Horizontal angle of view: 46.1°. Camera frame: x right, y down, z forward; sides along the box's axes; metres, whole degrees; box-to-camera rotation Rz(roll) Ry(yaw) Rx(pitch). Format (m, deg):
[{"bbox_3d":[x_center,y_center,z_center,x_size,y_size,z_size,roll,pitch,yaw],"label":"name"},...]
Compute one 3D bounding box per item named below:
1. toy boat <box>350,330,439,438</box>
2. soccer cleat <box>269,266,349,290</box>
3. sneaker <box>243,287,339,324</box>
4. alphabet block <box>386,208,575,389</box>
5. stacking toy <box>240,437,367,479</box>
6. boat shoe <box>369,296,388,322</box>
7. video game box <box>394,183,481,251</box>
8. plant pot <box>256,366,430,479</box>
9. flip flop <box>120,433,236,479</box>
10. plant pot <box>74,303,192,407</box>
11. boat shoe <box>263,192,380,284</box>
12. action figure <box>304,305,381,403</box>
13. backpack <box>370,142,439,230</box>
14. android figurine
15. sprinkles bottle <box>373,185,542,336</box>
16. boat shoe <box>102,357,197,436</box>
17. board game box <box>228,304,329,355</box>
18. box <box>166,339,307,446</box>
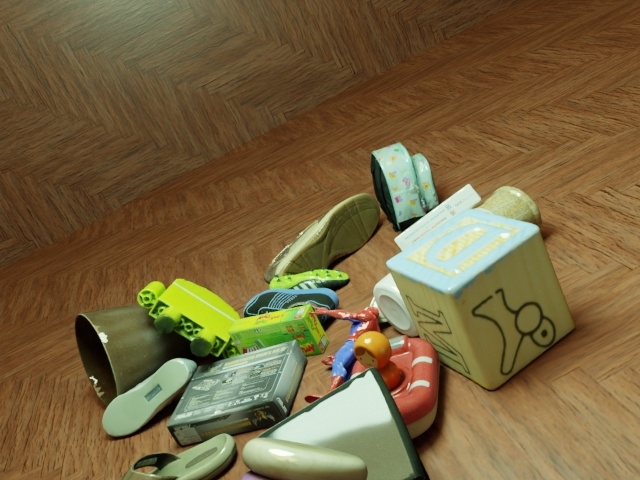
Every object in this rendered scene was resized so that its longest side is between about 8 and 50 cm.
[{"bbox_3d":[0.098,0.210,1.179,0.151,0.151,0.231,-19,23,19],"label":"toy boat"},{"bbox_3d":[-0.025,0.105,1.682,0.179,0.072,0.060,-6,23,-7],"label":"soccer cleat"},{"bbox_3d":[-0.077,0.153,1.596,0.232,0.081,0.090,-12,19,29],"label":"sneaker"},{"bbox_3d":[0.257,0.088,1.217,0.192,0.197,0.193,-32,23,-14],"label":"alphabet block"},{"bbox_3d":[-0.046,0.388,0.803,0.141,0.141,0.330,-1,73,47],"label":"stacking toy"},{"bbox_3d":[0.173,0.099,1.498,0.206,0.075,0.065,-43,-17,-23],"label":"boat shoe"},{"bbox_3d":[0.249,-0.046,1.572,0.187,0.048,0.205,-35,-4,11],"label":"video game box"},{"bbox_3d":[0.057,0.316,0.974,0.188,0.187,0.167,-30,35,-10],"label":"plant pot"},{"bbox_3d":[-0.275,0.397,1.272,0.277,0.080,0.112,-28,22,-5],"label":"flip flop"},{"bbox_3d":[-0.386,0.226,1.654,0.231,0.215,0.215,-19,15,-33],"label":"plant pot"},{"bbox_3d":[0.000,0.000,1.811,0.342,0.123,0.123,-44,28,-24],"label":"boat shoe"},{"bbox_3d":[0.021,0.207,1.349,0.139,0.091,0.280,-2,32,30],"label":"action figure"},{"bbox_3d":[0.196,-0.141,1.806,0.145,0.188,0.166,-25,21,4],"label":"backpack"},{"bbox_3d":[-0.263,0.161,1.590,0.056,0.248,0.273,-57,6,10],"label":"android figurine"},{"bbox_3d":[0.265,0.034,1.429,0.355,0.121,0.121,-36,24,-23],"label":"sprinkles bottle"},{"bbox_3d":[-0.340,0.320,1.531,0.227,0.079,0.081,-38,-14,10],"label":"boat shoe"},{"bbox_3d":[-0.085,0.191,1.504,0.181,0.092,0.043,-14,25,28],"label":"board game box"},{"bbox_3d":[-0.154,0.286,1.418,0.231,0.056,0.183,-18,22,20],"label":"box"}]
